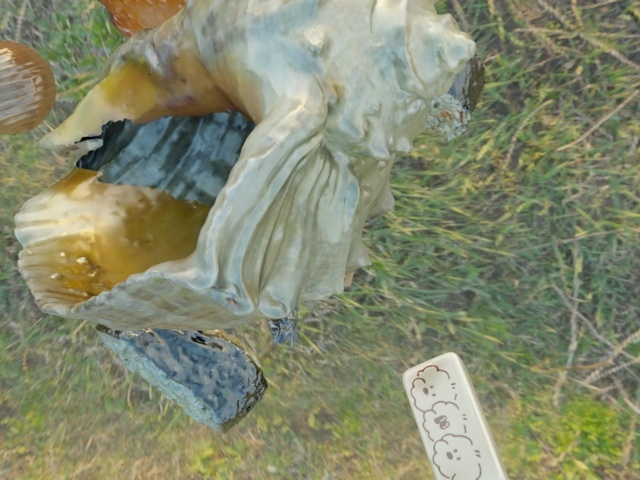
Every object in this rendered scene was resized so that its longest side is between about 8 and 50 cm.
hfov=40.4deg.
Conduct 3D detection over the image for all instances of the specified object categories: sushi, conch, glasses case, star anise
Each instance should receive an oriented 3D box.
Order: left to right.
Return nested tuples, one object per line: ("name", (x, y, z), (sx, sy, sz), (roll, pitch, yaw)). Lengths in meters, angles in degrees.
("sushi", (-0.265, 0.221, 1.699), (0.350, 0.211, 0.171), (41, 67, -14))
("conch", (-0.052, -0.047, 0.588), (0.210, 0.352, 0.297), (38, 49, -23))
("star anise", (-0.082, 0.139, 1.879), (0.061, 0.204, 0.180), (-12, 129, 17))
("sushi", (0.126, -0.162, 0.924), (0.090, 0.150, 0.078), (25, 83, 9))
("glasses case", (0.292, 0.414, 1.882), (0.144, 0.076, 0.336), (-26, 52, 10))

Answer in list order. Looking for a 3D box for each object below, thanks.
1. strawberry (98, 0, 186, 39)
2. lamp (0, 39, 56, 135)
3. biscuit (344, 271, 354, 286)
("strawberry", (-0.102, -0.255, 0.853), (0.234, 0.234, 0.178), (35, 71, -10))
("lamp", (-0.439, -0.213, 1.221), (0.136, 0.136, 0.136), (0, 92, -10))
("biscuit", (0.000, 0.000, 1.794), (0.142, 0.029, 0.220), (-28, 90, -10))
